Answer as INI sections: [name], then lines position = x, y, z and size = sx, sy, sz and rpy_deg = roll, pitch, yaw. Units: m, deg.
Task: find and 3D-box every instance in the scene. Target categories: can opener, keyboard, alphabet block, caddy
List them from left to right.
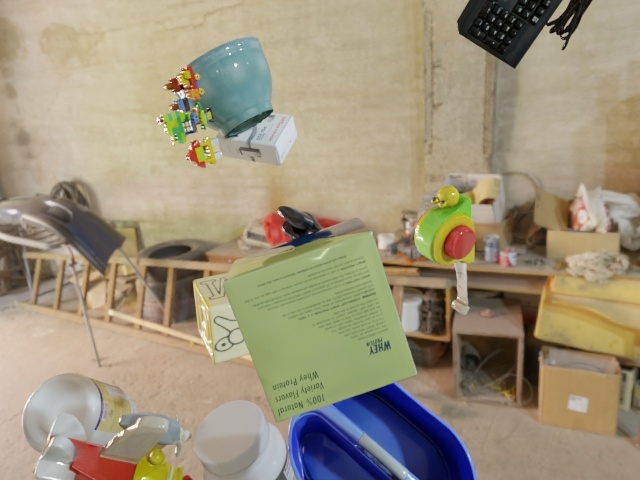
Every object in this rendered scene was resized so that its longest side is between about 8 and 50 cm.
[alphabet block]
position = -0.248, 0.214, 1.428
size = 0.196, 0.193, 0.193
rpy_deg = -10, 24, -24
[can opener]
position = 0.000, 0.000, 0.816
size = 0.186, 0.059, 0.073
rpy_deg = 32, 11, 33
[caddy]
position = 0.101, 0.386, 0.855
size = 0.341, 0.179, 0.241
rpy_deg = 36, 67, 18
[keyboard]
position = 0.207, -0.240, 0.402
size = 0.100, 0.192, 0.038
rpy_deg = 26, 24, -10

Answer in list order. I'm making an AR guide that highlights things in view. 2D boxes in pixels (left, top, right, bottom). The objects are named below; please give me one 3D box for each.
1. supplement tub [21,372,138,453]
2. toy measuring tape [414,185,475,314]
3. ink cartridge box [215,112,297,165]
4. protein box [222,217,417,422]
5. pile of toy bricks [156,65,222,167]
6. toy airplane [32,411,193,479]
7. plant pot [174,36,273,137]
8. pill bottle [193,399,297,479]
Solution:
[supplement tub]
position = -0.765, 0.580, 1.596
size = 0.240, 0.241, 0.331
rpy_deg = -2, -26, 6
[toy measuring tape]
position = 0.255, 0.041, 1.004
size = 0.121, 0.331, 0.121
rpy_deg = -8, 33, 5
[ink cartridge box]
position = -0.207, -0.341, 1.594
size = 0.217, 0.092, 0.159
rpy_deg = 13, 56, 16
[protein box]
position = -0.001, 0.101, 0.678
size = 0.199, 0.201, 0.136
rpy_deg = -19, 10, 1
[pile of toy bricks]
position = -0.308, -0.265, 1.079
size = 0.105, 0.213, 0.118
rpy_deg = -27, 25, -36
[toy airplane]
position = -0.476, 0.532, 1.182
size = 0.385, 0.385, 0.272
rpy_deg = 1, 31, 20
[plant pot]
position = -0.258, -0.424, 1.427
size = 0.292, 0.196, 0.293
rpy_deg = -29, 6, 4
[pill bottle]
position = -0.165, 0.581, 1.205
size = 0.210, 0.363, 0.210
rpy_deg = -14, 31, 8
